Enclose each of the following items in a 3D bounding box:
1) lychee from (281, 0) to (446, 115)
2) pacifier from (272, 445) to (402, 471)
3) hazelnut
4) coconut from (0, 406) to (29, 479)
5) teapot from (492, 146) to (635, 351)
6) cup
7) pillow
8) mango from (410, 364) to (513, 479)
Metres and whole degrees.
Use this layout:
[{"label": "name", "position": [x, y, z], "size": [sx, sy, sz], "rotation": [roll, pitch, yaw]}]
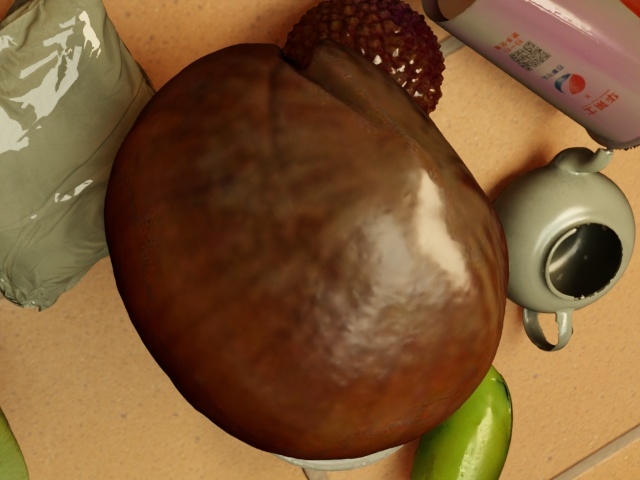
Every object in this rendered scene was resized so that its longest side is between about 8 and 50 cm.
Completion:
[{"label": "lychee", "position": [0.049, -0.180, 1.562], "size": [0.188, 0.188, 0.188], "rotation": [-9, 114, -20]}, {"label": "pacifier", "position": [0.023, 0.111, 1.632], "size": [0.288, 0.269, 0.343], "rotation": [26, 97, -5]}, {"label": "hazelnut", "position": [0.000, 0.000, 1.362], "size": [0.359, 0.359, 0.409], "rotation": [-35, 97, -6]}, {"label": "coconut", "position": [-0.438, 0.229, 1.436], "size": [0.281, 0.328, 0.328], "rotation": [11, 106, -26]}, {"label": "teapot", "position": [0.296, 0.003, 1.769], "size": [0.193, 0.129, 0.294], "rotation": [-3, 116, -20]}, {"label": "cup", "position": [0.265, -0.246, 1.613], "size": [0.288, 0.203, 0.203], "rotation": [22, 101, -30]}, {"label": "pillow", "position": [-0.284, -0.087, 1.478], "size": [0.283, 0.138, 0.310], "rotation": [-34, 127, -3]}, {"label": "mango", "position": [0.181, 0.261, 1.842], "size": [0.111, 0.125, 0.232], "rotation": [19, 80, -30]}]
